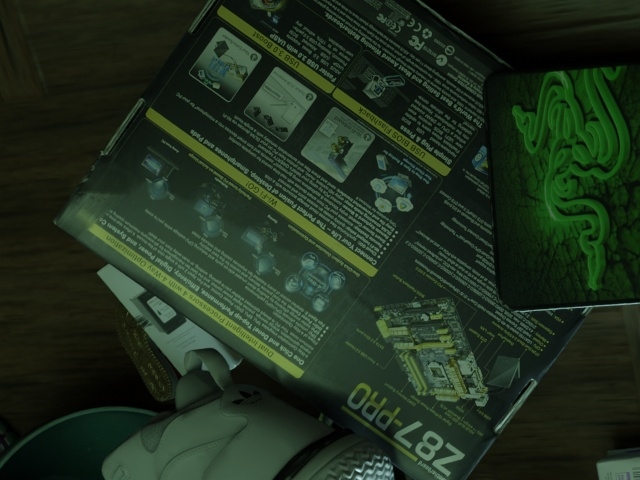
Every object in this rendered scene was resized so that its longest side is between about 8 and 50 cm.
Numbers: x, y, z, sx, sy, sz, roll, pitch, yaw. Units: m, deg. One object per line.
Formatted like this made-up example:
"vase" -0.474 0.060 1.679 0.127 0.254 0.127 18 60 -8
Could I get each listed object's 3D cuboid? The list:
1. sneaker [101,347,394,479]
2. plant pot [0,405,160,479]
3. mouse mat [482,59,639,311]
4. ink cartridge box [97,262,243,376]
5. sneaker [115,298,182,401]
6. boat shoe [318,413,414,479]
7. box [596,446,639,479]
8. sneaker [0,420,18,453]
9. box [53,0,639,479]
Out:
"sneaker" -0.078 0.267 1.250 0.210 0.137 0.365 36 123 30
"plant pot" -0.238 0.310 1.498 0.290 0.290 0.195 54 155 -12
"mouse mat" 0.207 -0.042 1.162 0.153 0.007 0.189 -5 94 0
"ink cartridge box" -0.133 0.034 1.383 0.060 0.104 0.180 -31 103 32
"sneaker" -0.154 0.101 1.471 0.042 0.067 0.118 -38 69 34
"boat shoe" 0.047 0.241 1.428 0.109 0.091 0.305 3 123 15
"box" 0.313 0.345 1.340 0.067 0.063 0.324 -12 88 28
"sneaker" -0.350 0.268 1.593 0.083 0.098 0.223 -36 101 32
"box" 0.036 -0.030 1.215 0.395 0.097 0.318 35 93 -2
